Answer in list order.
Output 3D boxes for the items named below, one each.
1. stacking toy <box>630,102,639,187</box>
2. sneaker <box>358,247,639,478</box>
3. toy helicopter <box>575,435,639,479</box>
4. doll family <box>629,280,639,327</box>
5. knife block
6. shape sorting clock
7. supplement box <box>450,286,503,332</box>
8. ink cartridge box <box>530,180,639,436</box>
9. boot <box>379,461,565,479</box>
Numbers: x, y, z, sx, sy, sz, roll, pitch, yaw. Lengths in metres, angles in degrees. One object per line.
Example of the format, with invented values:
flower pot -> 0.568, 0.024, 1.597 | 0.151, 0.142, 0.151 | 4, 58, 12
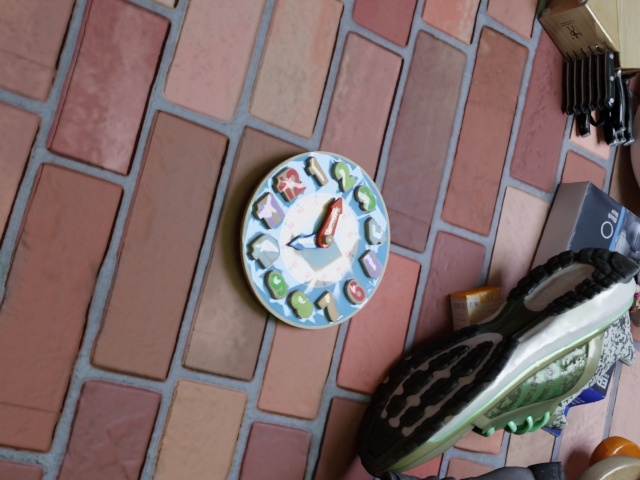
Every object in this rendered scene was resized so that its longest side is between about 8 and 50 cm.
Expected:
stacking toy -> 0.724, -0.094, 1.325 | 0.480, 0.351, 0.350 | 30, 74, -48
sneaker -> 0.239, 0.185, 1.023 | 0.410, 0.158, 0.182 | -32, 110, -9
toy helicopter -> 0.407, 0.460, 1.136 | 0.235, 0.140, 0.355 | -24, 108, -22
doll family -> 0.534, 0.088, 1.218 | 0.263, 0.118, 0.163 | 17, 84, -54
knife block -> 0.439, -0.285, 1.221 | 0.242, 0.088, 0.275 | 45, 68, -24
shape sorting clock -> 0.000, 0.000, 0.975 | 0.206, 0.040, 0.206 | 0, 90, -31
supplement box -> 0.208, 0.114, 1.105 | 0.062, 0.036, 0.098 | -10, 95, -31
ink cartridge box -> 0.358, 0.099, 1.184 | 0.165, 0.065, 0.332 | 29, 76, -29
boot -> 0.166, 0.367, 1.025 | 0.223, 0.118, 0.338 | -3, 131, 2
